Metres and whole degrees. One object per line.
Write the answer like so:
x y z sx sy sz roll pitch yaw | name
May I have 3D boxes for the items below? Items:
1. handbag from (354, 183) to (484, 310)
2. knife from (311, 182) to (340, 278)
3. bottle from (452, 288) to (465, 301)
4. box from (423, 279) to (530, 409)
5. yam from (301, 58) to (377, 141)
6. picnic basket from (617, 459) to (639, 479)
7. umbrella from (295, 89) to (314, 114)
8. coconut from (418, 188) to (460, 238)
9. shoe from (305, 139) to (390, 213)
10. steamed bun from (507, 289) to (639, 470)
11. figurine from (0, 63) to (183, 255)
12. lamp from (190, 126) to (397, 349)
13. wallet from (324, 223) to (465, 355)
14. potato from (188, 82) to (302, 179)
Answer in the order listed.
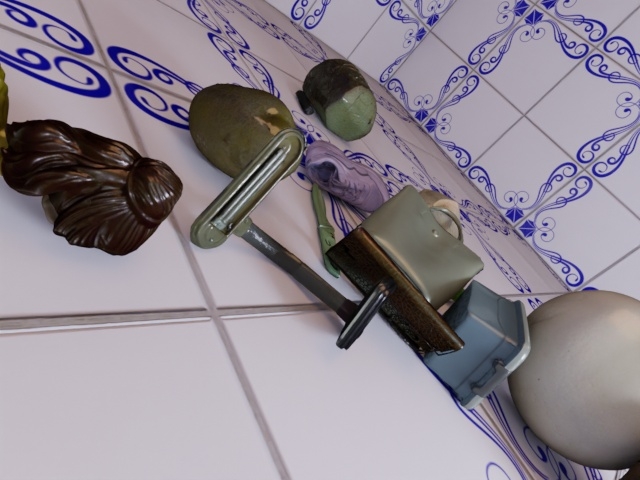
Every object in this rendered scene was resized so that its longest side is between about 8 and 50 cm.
0.213 0.001 0.862 0.315 0.109 0.241 -33 79 -35 | handbag
0.009 -0.031 0.852 0.043 0.020 0.293 31 29 -28 | knife
0.357 0.152 1.027 0.187 0.069 0.069 37 26 -10 | bottle
0.287 0.178 0.784 0.130 0.162 0.227 38 24 11 | box
0.073 -0.470 1.428 0.202 0.201 0.271 25 38 -32 | yam
0.612 0.482 0.610 0.337 0.293 0.337 36 8 -6 | picnic basket
-0.051 -0.441 1.376 0.036 0.031 0.133 56 10 -47 | umbrella
0.266 -0.044 1.059 0.161 0.161 0.162 8 81 -51 | coconut
0.062 -0.135 1.007 0.245 0.095 0.138 36 29 -7 | shoe
0.520 0.253 0.801 0.324 0.324 0.206 48 -6 9 | steamed bun
-0.292 -0.100 0.406 0.315 0.168 0.187 43 13 -23 | figurine
-0.002 -0.002 0.599 0.283 0.203 0.124 38 7 -4 | lamp
0.112 0.090 0.701 0.243 0.133 0.039 47 64 -2 | wallet
-0.130 -0.187 0.740 0.235 0.160 0.178 47 -3 40 | potato
